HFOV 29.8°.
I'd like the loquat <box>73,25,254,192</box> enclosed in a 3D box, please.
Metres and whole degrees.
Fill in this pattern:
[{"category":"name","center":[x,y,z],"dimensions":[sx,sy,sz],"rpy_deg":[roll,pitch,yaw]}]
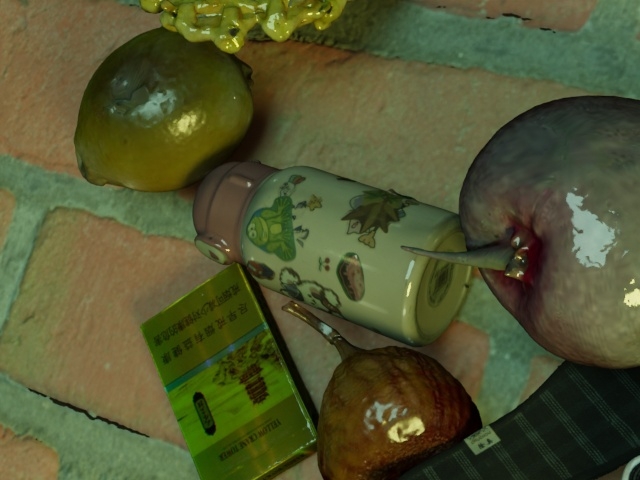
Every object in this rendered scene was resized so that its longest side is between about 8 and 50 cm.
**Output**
[{"category":"loquat","center":[-0.153,-0.120,1.148],"dimensions":[0.195,0.152,0.152],"rpy_deg":[-28,64,4]}]

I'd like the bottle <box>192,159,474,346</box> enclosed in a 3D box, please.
[{"category":"bottle","center":[0.000,0.000,1.050],"dimensions":[0.253,0.120,0.120],"rpy_deg":[18,84,30]}]

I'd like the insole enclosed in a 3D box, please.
[{"category":"insole","center":[0.181,0.137,0.899],"dimensions":[0.309,0.012,0.110],"rpy_deg":[-27,47,-12]}]

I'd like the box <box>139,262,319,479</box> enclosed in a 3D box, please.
[{"category":"box","center":[-0.082,0.130,1.104],"dimensions":[0.121,0.030,0.193],"rpy_deg":[-33,64,15]}]

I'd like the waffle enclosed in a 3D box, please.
[{"category":"waffle","center":[-0.053,-0.277,1.130],"dimensions":[0.280,0.060,0.262],"rpy_deg":[-35,52,-23]}]

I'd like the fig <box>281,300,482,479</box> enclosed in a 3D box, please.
[{"category":"fig","center":[0.040,0.131,0.999],"dimensions":[0.201,0.133,0.146],"rpy_deg":[50,130,47]}]

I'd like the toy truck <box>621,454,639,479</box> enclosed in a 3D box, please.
[{"category":"toy truck","center":[0.377,0.223,0.761],"dimensions":[0.363,0.178,0.176],"rpy_deg":[-1,66,27]}]

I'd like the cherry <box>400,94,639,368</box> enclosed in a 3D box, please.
[{"category":"cherry","center":[0.214,-0.009,0.897],"dimensions":[0.266,0.183,0.213],"rpy_deg":[-26,58,-11]}]
